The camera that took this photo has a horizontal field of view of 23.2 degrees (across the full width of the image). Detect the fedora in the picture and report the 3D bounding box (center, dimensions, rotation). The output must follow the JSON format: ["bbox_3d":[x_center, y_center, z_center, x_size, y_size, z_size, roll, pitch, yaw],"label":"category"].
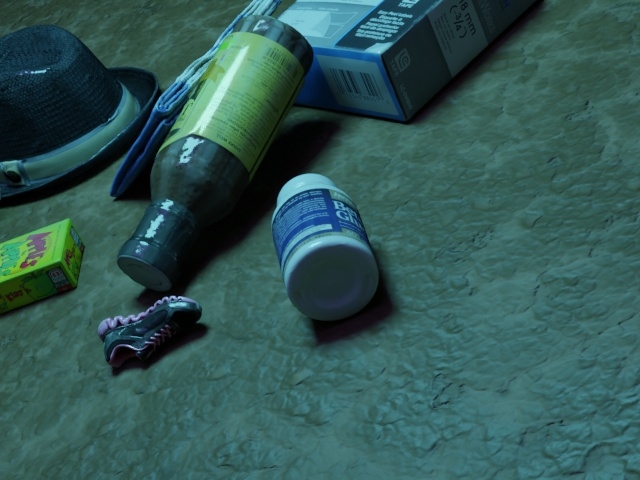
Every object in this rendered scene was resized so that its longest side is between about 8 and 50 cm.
[{"bbox_3d":[-0.391,-0.198,2.131,0.334,0.152,0.334,-19,31,12],"label":"fedora"}]

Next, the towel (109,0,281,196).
[{"bbox_3d":[-0.156,-0.192,1.954,0.285,0.034,0.209,-54,4,-36],"label":"towel"}]

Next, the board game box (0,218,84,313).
[{"bbox_3d":[-0.375,0.043,1.860,0.181,0.043,0.092,-20,31,11],"label":"board game box"}]

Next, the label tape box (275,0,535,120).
[{"bbox_3d":[0.114,-0.295,1.941,0.240,0.106,0.333,14,50,47],"label":"label tape box"}]

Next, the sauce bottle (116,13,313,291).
[{"bbox_3d":[-0.123,-0.101,1.779,0.111,0.111,0.344,3,54,40],"label":"sauce bottle"}]

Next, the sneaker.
[{"bbox_3d":[-0.176,0.099,1.634,0.119,0.047,0.057,-21,47,15],"label":"sneaker"}]

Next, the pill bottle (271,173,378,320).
[{"bbox_3d":[0.000,0.000,1.591,0.094,0.094,0.169,-24,31,4],"label":"pill bottle"}]
